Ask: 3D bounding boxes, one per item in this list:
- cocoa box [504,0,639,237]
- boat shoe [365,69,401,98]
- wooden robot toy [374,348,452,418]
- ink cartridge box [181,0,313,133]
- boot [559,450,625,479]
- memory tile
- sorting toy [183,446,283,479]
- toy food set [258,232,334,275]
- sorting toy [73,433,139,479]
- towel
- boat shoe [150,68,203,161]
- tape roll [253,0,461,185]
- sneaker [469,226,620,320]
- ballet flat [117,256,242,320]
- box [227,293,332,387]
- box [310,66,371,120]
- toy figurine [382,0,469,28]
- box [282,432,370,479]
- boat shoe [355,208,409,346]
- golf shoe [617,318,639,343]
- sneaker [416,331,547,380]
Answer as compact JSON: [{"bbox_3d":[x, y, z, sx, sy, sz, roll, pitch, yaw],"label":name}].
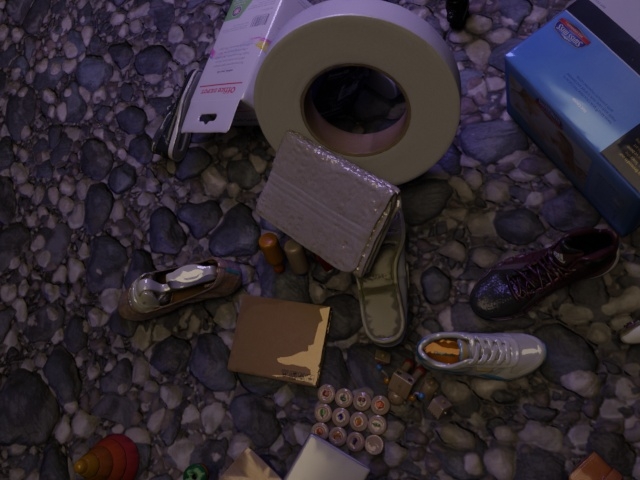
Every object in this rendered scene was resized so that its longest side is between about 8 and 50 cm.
[{"bbox_3d":[0.517,-0.223,1.052,0.228,0.231,0.347,-36,67,6],"label":"cocoa box"},{"bbox_3d":[0.100,-0.415,1.324,0.088,0.096,0.267,-40,59,-14],"label":"boat shoe"},{"bbox_3d":[0.161,0.280,1.131,0.173,0.076,0.079,32,122,23],"label":"wooden robot toy"},{"bbox_3d":[-0.158,-0.373,1.347,0.207,0.119,0.353,12,78,46],"label":"ink cartridge box"},{"bbox_3d":[0.509,0.428,0.951,0.283,0.109,0.220,-40,62,12],"label":"boot"},{"bbox_3d":[0.057,0.344,1.162,0.148,0.012,0.113,7,77,20],"label":"memory tile"},{"bbox_3d":[-0.125,0.495,1.153,0.274,0.046,0.132,39,84,14],"label":"sorting toy"},{"bbox_3d":[0.000,0.000,1.253,0.232,0.104,0.111,-30,53,-11],"label":"toy food set"},{"bbox_3d":[-0.375,0.536,1.190,0.365,0.126,0.127,41,90,24],"label":"sorting toy"},{"bbox_3d":[0.009,-0.071,1.132,0.282,0.049,0.187,34,112,27],"label":"towel"},{"bbox_3d":[-0.339,-0.307,1.442,0.079,0.084,0.233,17,84,21],"label":"boat shoe"},{"bbox_3d":[0.068,-0.258,1.140,0.392,0.392,0.072,-3,46,18],"label":"tape roll"},{"bbox_3d":[0.388,0.044,1.056,0.281,0.162,0.106,-28,68,9],"label":"sneaker"},{"bbox_3d":[-0.327,0.096,1.310,0.316,0.106,0.107,-18,70,13],"label":"ballet flat"},{"bbox_3d":[-0.084,0.203,1.245,0.201,0.021,0.164,6,77,20],"label":"box"},{"bbox_3d":[0.012,-0.333,1.256,0.156,0.158,0.093,-28,69,-38],"label":"box"},{"bbox_3d":[0.199,-0.529,1.291,0.209,0.148,0.213,-27,69,9],"label":"toy figurine"},{"bbox_3d":[-0.045,0.500,1.042,0.121,0.148,0.311,30,76,8],"label":"box"},{"bbox_3d":[0.115,0.055,1.174,0.113,0.103,0.302,-1,73,10],"label":"boat shoe"},{"bbox_3d":[0.601,0.154,1.006,0.186,0.067,0.086,-15,72,14],"label":"golf shoe"},{"bbox_3d":[0.287,0.206,1.082,0.229,0.092,0.087,-5,71,16],"label":"sneaker"}]
